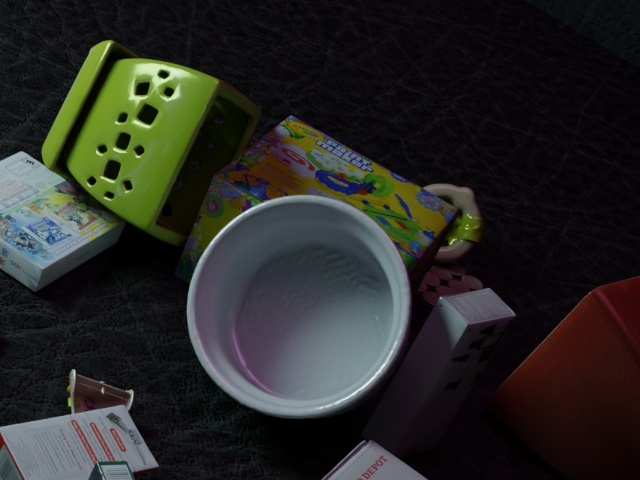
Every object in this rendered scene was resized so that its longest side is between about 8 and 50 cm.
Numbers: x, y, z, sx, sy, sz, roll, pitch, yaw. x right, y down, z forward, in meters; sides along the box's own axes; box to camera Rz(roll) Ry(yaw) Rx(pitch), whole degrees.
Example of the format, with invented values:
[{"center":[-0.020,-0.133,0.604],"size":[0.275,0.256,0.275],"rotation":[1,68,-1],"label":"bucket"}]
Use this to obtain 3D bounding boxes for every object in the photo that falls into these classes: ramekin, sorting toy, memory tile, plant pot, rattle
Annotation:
[{"center":[-0.017,0.093,1.994],"size":[0.277,0.277,0.135],"rotation":[34,-6,15],"label":"ramekin"},{"center":[-0.264,0.202,1.863],"size":[0.083,0.045,0.075],"rotation":[24,43,-31],"label":"sorting toy"},{"center":[0.201,0.080,2.441],"size":[0.113,0.012,0.148],"rotation":[40,33,24],"label":"memory tile"},{"center":[-0.239,-0.139,2.189],"size":[0.207,0.228,0.227],"rotation":[27,0,15],"label":"plant pot"},{"center":[0.437,0.217,2.174],"size":[0.267,0.267,0.235],"rotation":[-10,56,-46],"label":"plant pot"},{"center":[0.148,-0.020,2.520],"size":[0.200,0.130,0.143],"rotation":[-16,13,-6],"label":"rattle"}]

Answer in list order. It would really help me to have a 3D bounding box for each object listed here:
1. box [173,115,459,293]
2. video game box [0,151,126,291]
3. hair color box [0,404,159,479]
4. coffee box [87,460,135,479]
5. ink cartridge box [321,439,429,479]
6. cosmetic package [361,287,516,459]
[{"center":[0.000,0.000,2.247],"size":[0.290,0.177,0.279],"rotation":[30,30,9],"label":"box"},{"center":[-0.389,-0.029,2.128],"size":[0.187,0.048,0.205],"rotation":[31,29,13],"label":"video game box"},{"center":[-0.273,0.243,1.761],"size":[0.167,0.053,0.093],"rotation":[-7,51,-41],"label":"hair color box"},{"center":[-0.205,0.327,1.631],"size":[0.040,0.113,0.184],"rotation":[6,36,-33],"label":"coffee box"},{"center":[0.092,0.349,1.845],"size":[0.218,0.092,0.158],"rotation":[36,31,14],"label":"ink cartridge box"},{"center":[0.148,0.172,2.020],"size":[0.099,0.239,0.060],"rotation":[-6,44,-43],"label":"cosmetic package"}]
